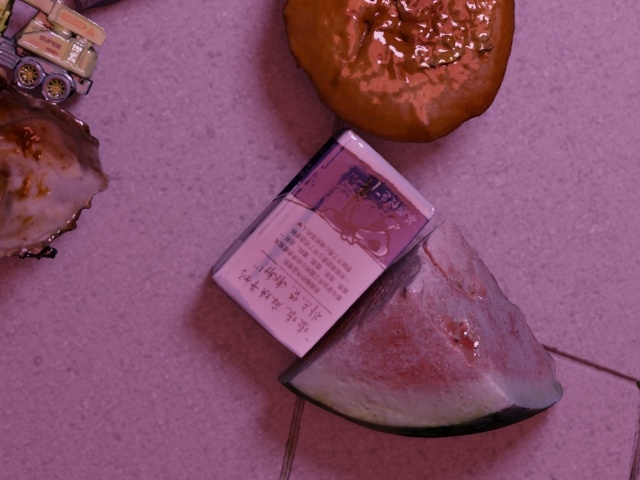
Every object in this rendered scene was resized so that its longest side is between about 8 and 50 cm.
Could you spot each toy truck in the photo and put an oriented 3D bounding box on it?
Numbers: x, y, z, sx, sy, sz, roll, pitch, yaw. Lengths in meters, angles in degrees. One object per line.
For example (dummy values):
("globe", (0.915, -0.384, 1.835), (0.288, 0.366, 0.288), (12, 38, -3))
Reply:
("toy truck", (-0.311, -0.219, 1.695), (0.169, 0.077, 0.100), (28, 95, -5))

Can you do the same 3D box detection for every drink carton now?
("drink carton", (0.000, 0.001, 1.728), (0.134, 0.102, 0.222), (43, 91, -9))

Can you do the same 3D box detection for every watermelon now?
("watermelon", (0.118, 0.117, 1.742), (0.310, 0.193, 0.231), (13, 114, 7))

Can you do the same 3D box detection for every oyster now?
("oyster", (-0.378, -0.022, 1.681), (0.198, 0.133, 0.337), (43, 96, -5))

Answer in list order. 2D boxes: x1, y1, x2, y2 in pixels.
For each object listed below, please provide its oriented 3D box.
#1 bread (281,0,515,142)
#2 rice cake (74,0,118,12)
("bread", (0.082, -0.235, 1.693), (0.269, 0.146, 0.268), (0, 93, -1))
("rice cake", (-0.084, -0.338, 1.706), (0.399, 0.070, 0.064), (-20, 92, -3))
